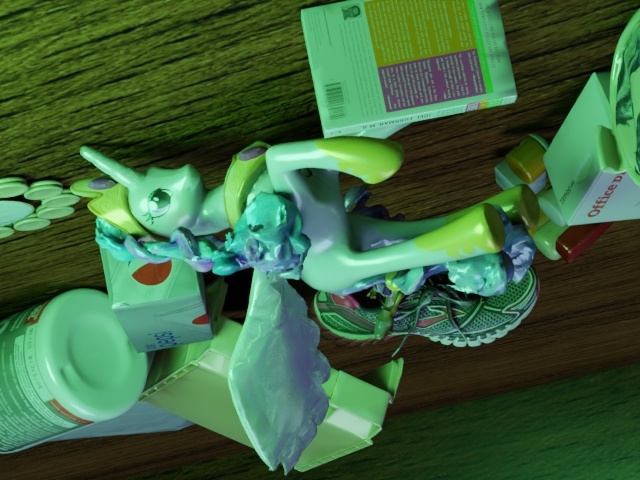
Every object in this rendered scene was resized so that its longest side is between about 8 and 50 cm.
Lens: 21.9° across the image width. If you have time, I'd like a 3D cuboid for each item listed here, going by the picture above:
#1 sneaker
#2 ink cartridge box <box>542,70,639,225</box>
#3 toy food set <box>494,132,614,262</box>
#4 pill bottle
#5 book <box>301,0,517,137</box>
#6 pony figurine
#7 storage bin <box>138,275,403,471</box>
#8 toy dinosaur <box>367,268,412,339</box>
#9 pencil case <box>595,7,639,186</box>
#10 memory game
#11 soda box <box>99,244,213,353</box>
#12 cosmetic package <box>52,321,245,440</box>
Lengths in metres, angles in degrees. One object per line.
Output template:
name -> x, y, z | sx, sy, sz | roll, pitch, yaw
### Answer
sneaker -> 0.142, 0.074, 2.124 | 0.299, 0.121, 0.112 | -8, 158, -13
ink cartridge box -> 0.334, -0.094, 1.577 | 0.203, 0.086, 0.148 | -5, 149, -19
toy food set -> 0.260, -0.056, 1.731 | 0.104, 0.111, 0.232 | -40, 158, -8
pill bottle -> -0.359, 0.170, 2.028 | 0.283, 0.161, 0.161 | -22, 163, 40
book -> 0.065, -0.136, 1.224 | 0.144, 0.096, 0.035 | -10, 167, -3
pony figurine -> 0.000, 0.000, 1.482 | 0.363, 0.303, 0.351 | -14, 135, 26
storage bin -> -0.069, 0.175, 2.131 | 0.262, 0.123, 0.260 | 26, 154, -16
toy dinosaur -> 0.116, 0.026, 2.019 | 0.211, 0.064, 0.112 | -49, 143, 17
pencil case -> 0.437, -0.134, 1.390 | 0.410, 0.160, 0.183 | -7, 144, -18
memory game -> -0.318, -0.027, 1.558 | 0.186, 0.012, 0.186 | -11, 167, -3
soda box -> -0.177, 0.053, 1.834 | 0.098, 0.091, 0.286 | -10, 167, -4
cosmetic package -> -0.229, 0.209, 2.441 | 0.284, 0.097, 0.377 | 3, 161, -40
